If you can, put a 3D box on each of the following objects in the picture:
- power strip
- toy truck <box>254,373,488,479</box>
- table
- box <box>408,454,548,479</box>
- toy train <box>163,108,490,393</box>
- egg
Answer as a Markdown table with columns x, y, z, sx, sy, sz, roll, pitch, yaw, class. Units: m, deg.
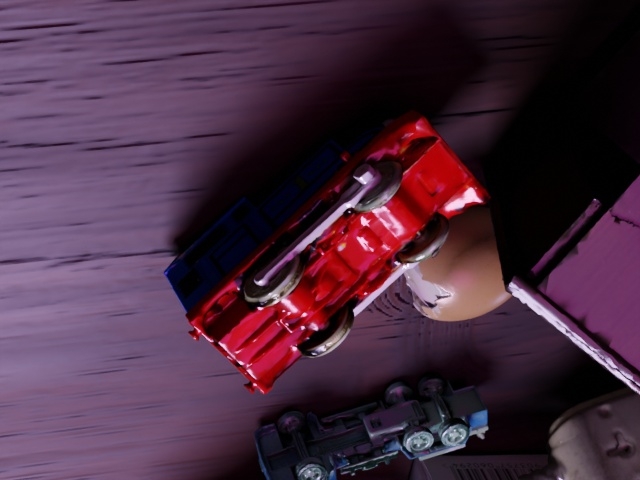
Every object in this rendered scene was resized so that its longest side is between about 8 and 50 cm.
| x | y | z | sx | sy | sz | roll | pitch | yaw | class |
| --- | --- | --- | --- | --- | --- | --- | --- | --- | --- |
| 0.329 | 0.133 | 1.171 | 0.387 | 0.092 | 0.066 | -16 | 153 | -11 | power strip |
| 0.041 | 0.161 | 1.158 | 0.175 | 0.067 | 0.081 | -16 | 130 | -8 | toy truck |
| 0.269 | -0.054 | 0.937 | 0.196 | 0.250 | 0.282 | 39 | 106 | -8 | table |
| 0.143 | 0.342 | 1.246 | 0.173 | 0.145 | 0.333 | 2 | 120 | -14 | box |
| 0.000 | 0.000 | 1.010 | 0.204 | 0.131 | 0.083 | -42 | 117 | 1 | toy train |
| 0.102 | 0.013 | 1.066 | 0.096 | 0.080 | 0.080 | -24 | 125 | -7 | egg |
